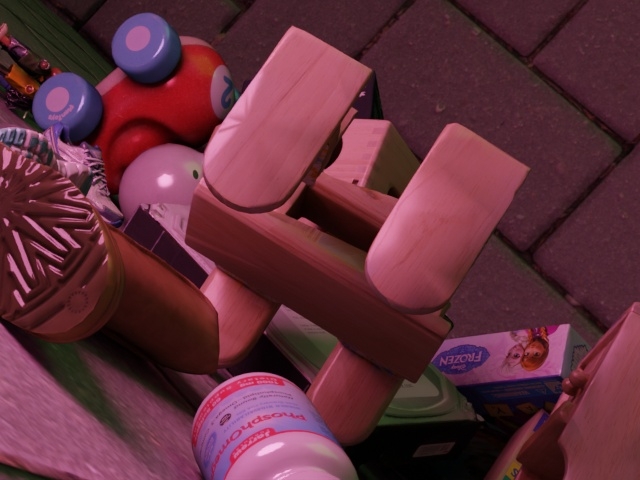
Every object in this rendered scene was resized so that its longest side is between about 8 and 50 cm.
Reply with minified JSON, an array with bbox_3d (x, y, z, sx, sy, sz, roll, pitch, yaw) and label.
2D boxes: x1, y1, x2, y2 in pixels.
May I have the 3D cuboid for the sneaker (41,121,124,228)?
[{"bbox_3d":[-0.239,-0.068,1.688,0.135,0.058,0.052,45,3,17],"label":"sneaker"}]

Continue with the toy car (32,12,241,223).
[{"bbox_3d":[-0.159,-0.085,1.855,0.238,0.210,0.219,58,8,28],"label":"toy car"}]

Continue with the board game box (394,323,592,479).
[{"bbox_3d":[0.208,0.210,1.847,0.319,0.066,0.318,-11,-38,38],"label":"board game box"}]

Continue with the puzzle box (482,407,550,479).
[{"bbox_3d":[0.305,0.369,1.593,0.409,0.052,0.272,43,31,2],"label":"puzzle box"}]

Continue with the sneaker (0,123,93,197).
[{"bbox_3d":[-0.260,-0.065,1.431,0.076,0.065,0.166,27,-7,19],"label":"sneaker"}]

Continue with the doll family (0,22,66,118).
[{"bbox_3d":[-0.343,-0.189,1.940,0.111,0.076,0.193,38,1,-16],"label":"doll family"}]

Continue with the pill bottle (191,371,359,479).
[{"bbox_3d":[-0.025,0.148,1.042,0.087,0.087,0.160,42,2,-22],"label":"pill bottle"}]

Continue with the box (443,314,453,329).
[{"bbox_3d":[0.032,0.088,2.109,0.203,0.167,0.168,44,2,17],"label":"box"}]

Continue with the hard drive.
[{"bbox_3d":[-0.019,0.089,1.659,0.339,0.064,0.237,44,22,30],"label":"hard drive"}]

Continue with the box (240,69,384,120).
[{"bbox_3d":[-0.012,-0.108,1.879,0.158,0.156,0.093,-83,166,-52],"label":"box"}]

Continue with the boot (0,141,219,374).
[{"bbox_3d":[-0.143,0.031,1.163,0.236,0.089,0.269,46,2,39],"label":"boot"}]

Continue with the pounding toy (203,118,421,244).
[{"bbox_3d":[-0.025,-0.054,1.512,0.206,0.094,0.181,5,-30,33],"label":"pounding toy"}]

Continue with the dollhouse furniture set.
[{"bbox_3d":[0.051,0.105,1.289,0.394,0.256,0.362,31,-23,5],"label":"dollhouse furniture set"}]
